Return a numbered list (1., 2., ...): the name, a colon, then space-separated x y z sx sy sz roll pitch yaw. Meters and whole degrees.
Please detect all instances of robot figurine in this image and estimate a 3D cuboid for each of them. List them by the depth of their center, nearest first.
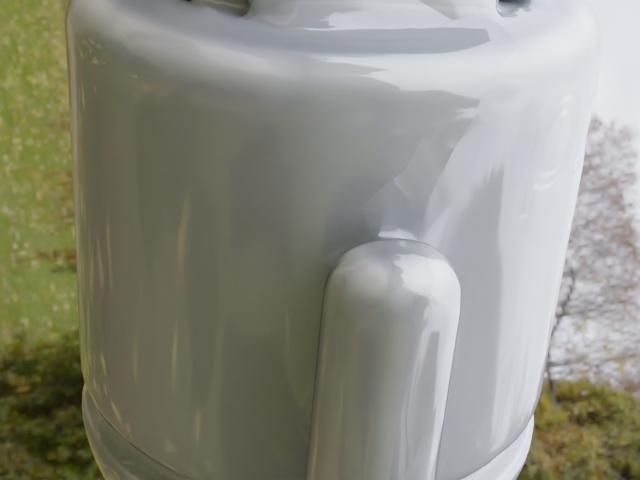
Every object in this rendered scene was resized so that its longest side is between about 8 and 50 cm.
1. robot figurine: 0.000 0.000 0.489 0.300 0.200 0.353 -98 -169 -60
